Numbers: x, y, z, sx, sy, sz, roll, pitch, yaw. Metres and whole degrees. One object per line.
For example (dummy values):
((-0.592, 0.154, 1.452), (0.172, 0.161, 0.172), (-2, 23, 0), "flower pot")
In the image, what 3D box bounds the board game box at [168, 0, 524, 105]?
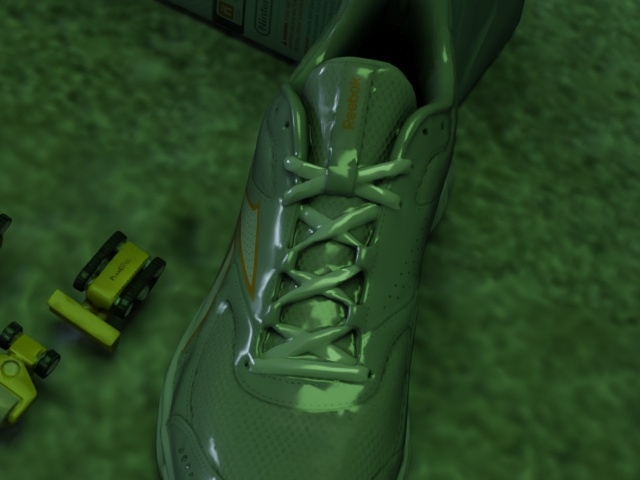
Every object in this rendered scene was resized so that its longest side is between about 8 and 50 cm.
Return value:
((-0.045, -0.210, 0.781), (0.303, 0.224, 0.097), (27, 52, 14), "board game box")

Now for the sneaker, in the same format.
((0.000, 0.000, 0.671), (0.099, 0.121, 0.262), (10, 48, 1), "sneaker")

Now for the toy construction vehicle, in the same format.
((-0.121, 0.027, 0.694), (0.086, 0.035, 0.098), (31, 54, 4), "toy construction vehicle")
